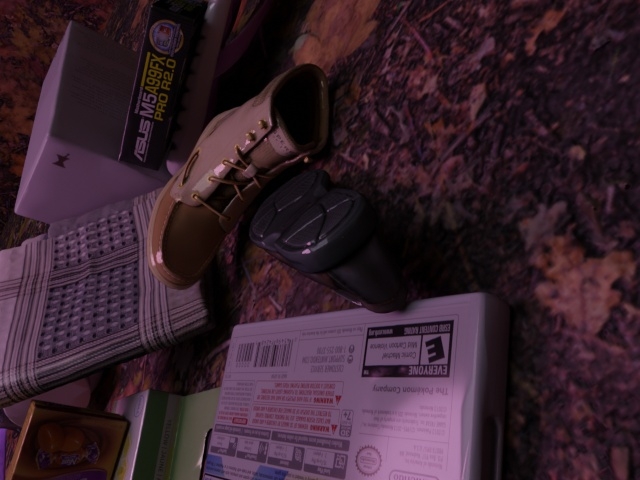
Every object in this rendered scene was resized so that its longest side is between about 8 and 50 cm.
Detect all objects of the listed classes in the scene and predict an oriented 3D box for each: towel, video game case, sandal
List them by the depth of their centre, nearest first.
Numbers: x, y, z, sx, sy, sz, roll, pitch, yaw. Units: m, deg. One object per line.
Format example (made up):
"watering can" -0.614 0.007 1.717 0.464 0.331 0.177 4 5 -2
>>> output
"video game case" -0.004 0.203 0.465 0.329 0.036 0.299 -16 59 51
"towel" -0.299 0.046 0.807 0.312 0.056 0.324 -21 40 1
"sandal" -0.130 -0.285 0.892 0.169 0.102 0.416 -106 35 -65

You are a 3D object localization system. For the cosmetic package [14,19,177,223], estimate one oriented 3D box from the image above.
"cosmetic package" -0.390 -0.203 1.097 0.161 0.230 0.453 -52 35 25

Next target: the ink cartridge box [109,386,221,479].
"ink cartridge box" -0.193 0.260 0.695 0.235 0.056 0.171 -29 48 48

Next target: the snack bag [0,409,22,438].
"snack bag" -0.617 0.219 1.157 0.342 0.037 0.323 119 131 -66

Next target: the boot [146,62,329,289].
"boot" -0.093 -0.073 0.690 0.203 0.095 0.262 -15 45 51

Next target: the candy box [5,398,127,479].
"candy box" -0.309 0.291 0.697 0.053 0.109 0.186 -3 70 60

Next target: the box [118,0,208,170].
"box" -0.232 -0.252 0.906 0.270 0.060 0.216 -102 30 -63

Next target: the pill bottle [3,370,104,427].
"pill bottle" -0.478 0.172 1.047 0.181 0.182 0.323 -60 33 13

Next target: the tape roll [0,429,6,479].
"tape roll" -0.643 0.479 1.127 0.275 0.090 0.274 -4 85 63

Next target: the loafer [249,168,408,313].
"loafer" 0.000 0.000 0.530 0.096 0.084 0.267 -40 16 -1
